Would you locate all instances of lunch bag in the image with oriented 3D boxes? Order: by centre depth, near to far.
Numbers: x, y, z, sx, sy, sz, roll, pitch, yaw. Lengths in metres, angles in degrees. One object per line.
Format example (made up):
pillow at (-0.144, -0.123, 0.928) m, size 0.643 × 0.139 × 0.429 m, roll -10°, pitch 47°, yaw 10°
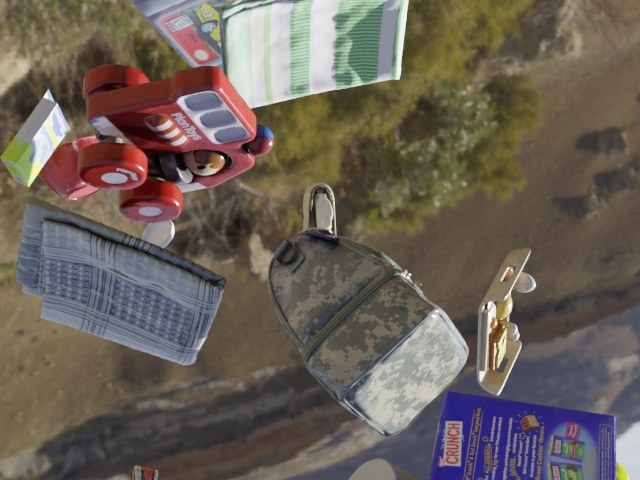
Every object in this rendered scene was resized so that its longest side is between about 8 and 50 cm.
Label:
lunch bag at (0.062, 0.129, 1.515) m, size 0.212 × 0.256 × 0.305 m, roll -46°, pitch 150°, yaw -2°

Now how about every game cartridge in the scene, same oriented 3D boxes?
game cartridge at (-0.183, -0.395, 1.730) m, size 0.196 × 0.060 × 0.294 m, roll -21°, pitch 147°, yaw 17°

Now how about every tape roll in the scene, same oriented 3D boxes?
tape roll at (0.098, 0.515, 1.789) m, size 0.072 × 0.219 × 0.219 m, roll 30°, pitch 143°, yaw -20°

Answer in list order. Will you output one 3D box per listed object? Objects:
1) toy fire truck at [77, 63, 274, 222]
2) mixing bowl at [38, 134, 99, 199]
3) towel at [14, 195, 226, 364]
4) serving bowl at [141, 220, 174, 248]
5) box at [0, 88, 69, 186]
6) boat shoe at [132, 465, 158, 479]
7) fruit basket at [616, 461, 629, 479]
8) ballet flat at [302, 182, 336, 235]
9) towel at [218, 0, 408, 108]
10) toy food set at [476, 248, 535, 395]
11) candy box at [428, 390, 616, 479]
toy fire truck at (-0.212, -0.154, 1.484) m, size 0.254 × 0.169 × 0.302 m, roll -8°, pitch 156°, yaw 15°
mixing bowl at (-0.540, -0.154, 2.181) m, size 0.181 × 0.098 × 0.181 m, roll -24°, pitch 174°, yaw -3°
towel at (-0.323, 0.080, 1.523) m, size 0.324 × 0.056 × 0.312 m, roll 23°, pitch 148°, yaw -4°
serving bowl at (-0.359, -0.011, 2.183) m, size 0.083 × 0.083 × 0.027 m, roll -23°, pitch 139°, yaw 18°
box at (-0.582, -0.210, 2.009) m, size 0.042 × 0.178 × 0.109 m, roll 25°, pitch 159°, yaw 10°
boat shoe at (-0.327, 0.468, 1.723) m, size 0.043 × 0.137 × 0.049 m, roll 21°, pitch 166°, yaw -21°
fruit basket at (0.557, 0.606, 1.961) m, size 0.392 × 0.392 × 0.283 m, roll -26°, pitch 156°, yaw 28°
ballet flat at (0.000, 0.000, 1.967) m, size 0.086 × 0.248 × 0.086 m, roll -3°, pitch 168°, yaw -1°
towel at (-0.009, -0.337, 1.673) m, size 0.325 × 0.038 × 0.248 m, roll -14°, pitch 145°, yaw -10°
toy food set at (0.459, 0.198, 2.372) m, size 0.092 × 0.306 × 0.219 m, roll 12°, pitch -143°, yaw 23°
candy box at (0.360, 0.421, 1.753) m, size 0.317 × 0.268 × 0.122 m, roll 9°, pitch 129°, yaw 11°
